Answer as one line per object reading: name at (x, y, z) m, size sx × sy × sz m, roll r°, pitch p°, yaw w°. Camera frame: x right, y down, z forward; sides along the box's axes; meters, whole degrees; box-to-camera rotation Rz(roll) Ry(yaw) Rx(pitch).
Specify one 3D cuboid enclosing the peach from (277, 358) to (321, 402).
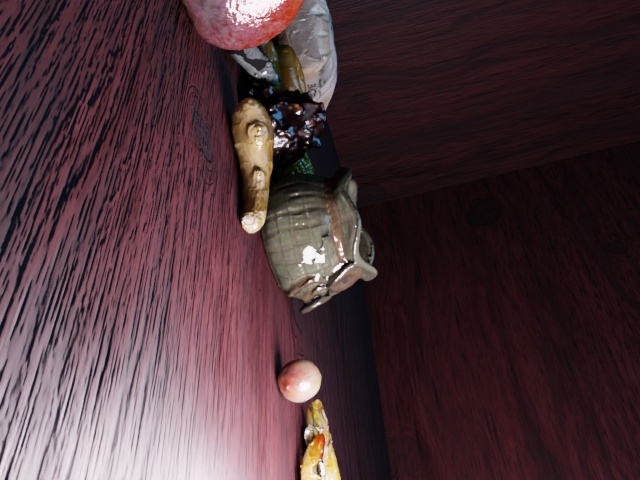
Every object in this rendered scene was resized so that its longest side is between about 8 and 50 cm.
peach at (-0.040, 0.257, 1.396) m, size 0.083 × 0.083 × 0.083 m, roll -13°, pitch 90°, yaw -83°

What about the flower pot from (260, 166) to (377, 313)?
flower pot at (0.000, 0.000, 1.647) m, size 0.302 × 0.213 × 0.301 m, roll -14°, pitch 90°, yaw -83°

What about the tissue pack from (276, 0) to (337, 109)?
tissue pack at (-0.043, -0.653, 2.622) m, size 0.375 × 0.195 × 0.390 m, roll 77°, pitch 2°, yaw -70°

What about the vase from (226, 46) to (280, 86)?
vase at (-0.144, -0.404, 1.716) m, size 0.211 × 0.060 × 0.060 m, roll 31°, pitch 45°, yaw -63°

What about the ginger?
ginger at (-0.128, -0.147, 1.463) m, size 0.131 × 0.086 × 0.294 m, roll 110°, pitch -22°, yaw -60°

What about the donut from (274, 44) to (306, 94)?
donut at (-0.103, -0.413, 2.023) m, size 0.226 × 0.114 × 0.226 m, roll -12°, pitch 90°, yaw -84°

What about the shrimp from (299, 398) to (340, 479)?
shrimp at (-0.010, 0.427, 1.428) m, size 0.152 × 0.063 × 0.287 m, roll 48°, pitch 28°, yaw -52°

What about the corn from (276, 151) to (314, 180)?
corn at (-0.059, -0.138, 1.935) m, size 0.097 × 0.097 × 0.261 m, roll -95°, pitch 174°, yaw -50°

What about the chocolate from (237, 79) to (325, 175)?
chocolate at (-0.071, -0.275, 1.757) m, size 0.206 × 0.177 × 0.224 m, roll -79°, pitch 156°, yaw -73°

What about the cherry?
cherry at (-0.139, -0.463, 1.350) m, size 0.206 × 0.239 × 0.239 m, roll -107°, pitch 179°, yaw -53°

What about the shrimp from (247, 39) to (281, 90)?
shrimp at (-0.153, -0.461, 1.868) m, size 0.150 × 0.068 × 0.248 m, roll 39°, pitch 34°, yaw -50°
